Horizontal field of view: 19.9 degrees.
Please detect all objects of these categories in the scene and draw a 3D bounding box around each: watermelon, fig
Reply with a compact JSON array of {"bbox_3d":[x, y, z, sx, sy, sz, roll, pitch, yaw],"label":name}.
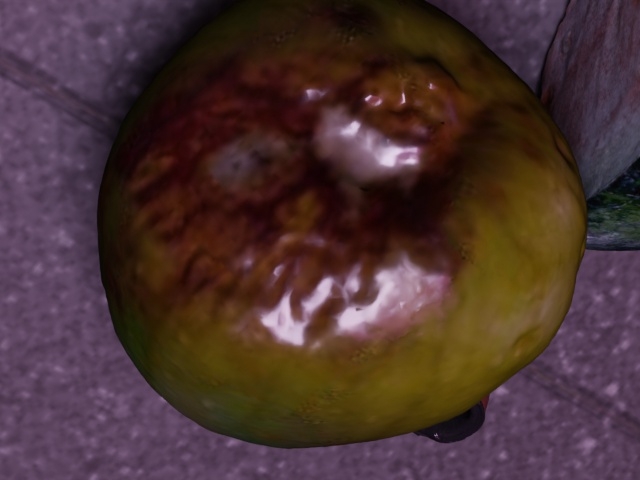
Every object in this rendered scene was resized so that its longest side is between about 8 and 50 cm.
[{"bbox_3d":[0.179,-0.072,0.768,0.207,0.136,0.202,-14,127,-27],"label":"watermelon"},{"bbox_3d":[0.000,0.000,0.714,0.181,0.181,0.191,17,143,-25],"label":"fig"}]

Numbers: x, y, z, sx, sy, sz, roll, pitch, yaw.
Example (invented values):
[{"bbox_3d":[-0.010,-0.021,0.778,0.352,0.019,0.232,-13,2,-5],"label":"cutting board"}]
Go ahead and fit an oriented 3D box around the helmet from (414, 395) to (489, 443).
[{"bbox_3d":[0.041,0.049,0.822,0.084,0.049,0.065,29,143,-3],"label":"helmet"}]
